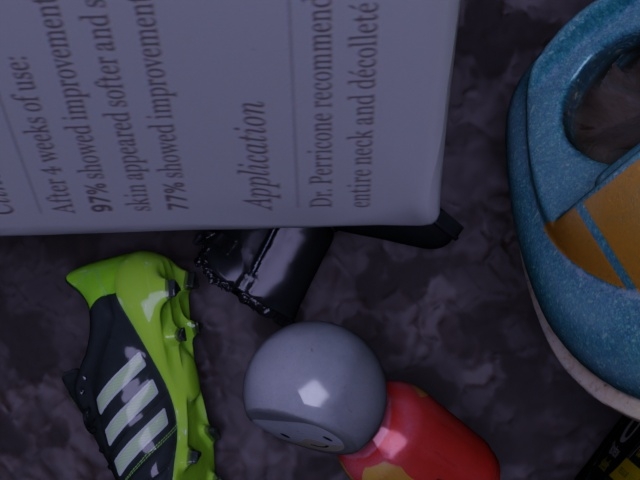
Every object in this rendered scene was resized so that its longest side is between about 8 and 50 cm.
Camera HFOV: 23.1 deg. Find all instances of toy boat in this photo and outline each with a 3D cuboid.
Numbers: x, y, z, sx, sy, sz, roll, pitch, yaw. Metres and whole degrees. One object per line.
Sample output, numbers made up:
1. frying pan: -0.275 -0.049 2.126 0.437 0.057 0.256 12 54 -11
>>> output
1. toy boat: 0.114 0.012 0.709 0.318 0.267 0.148 -42 126 19

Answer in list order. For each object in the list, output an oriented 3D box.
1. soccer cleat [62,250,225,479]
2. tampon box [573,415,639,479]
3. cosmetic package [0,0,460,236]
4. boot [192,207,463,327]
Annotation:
1. soccer cleat: -0.094 0.095 0.820 0.072 0.060 0.178 -6 90 20
2. tampon box: 0.209 0.108 0.774 0.101 0.120 0.161 36 91 0
3. cosmetic package: -0.147 -0.213 0.619 0.394 0.329 0.327 -1 62 -1
4. boot: 0.000 0.000 0.817 0.121 0.045 0.099 32 89 8
